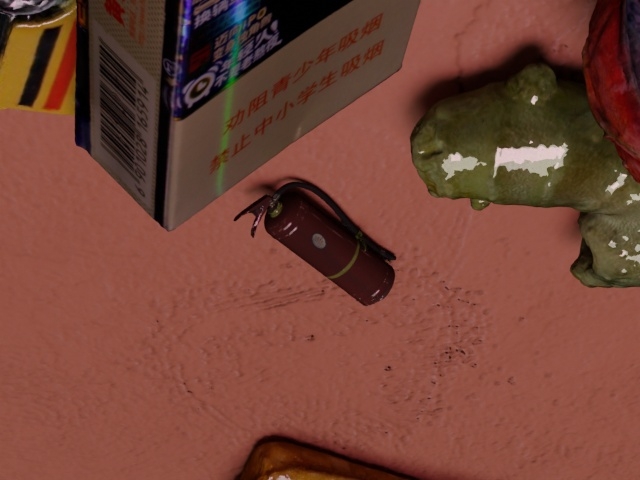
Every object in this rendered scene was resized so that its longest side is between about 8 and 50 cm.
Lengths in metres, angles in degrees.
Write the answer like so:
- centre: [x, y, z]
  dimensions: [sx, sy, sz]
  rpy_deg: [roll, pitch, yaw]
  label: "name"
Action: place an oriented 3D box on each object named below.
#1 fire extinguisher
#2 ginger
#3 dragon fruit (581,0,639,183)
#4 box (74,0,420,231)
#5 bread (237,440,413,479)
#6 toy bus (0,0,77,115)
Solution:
- centre: [0.000, 0.000, 1.071]
  dimensions: [0.132, 0.039, 0.056]
  rpy_deg: [38, 91, -33]
  label: "fire extinguisher"
- centre: [0.197, -0.030, 1.013]
  dimensions: [0.290, 0.089, 0.137]
  rpy_deg: [26, 138, -28]
  label: "ginger"
- centre: [0.239, -0.094, 0.898]
  dimensions: [0.224, 0.218, 0.148]
  rpy_deg: [59, 156, -2]
  label: "dragon fruit"
- centre: [-0.025, -0.155, 0.754]
  dimensions: [0.198, 0.084, 0.310]
  rpy_deg: [-37, 161, -26]
  label: "box"
- centre: [0.051, 0.257, 1.313]
  dimensions: [0.271, 0.077, 0.139]
  rpy_deg: [20, 129, -17]
  label: "bread"
- centre: [-0.109, -0.219, 0.787]
  dimensions: [0.123, 0.121, 0.335]
  rpy_deg: [8, 136, -22]
  label: "toy bus"
